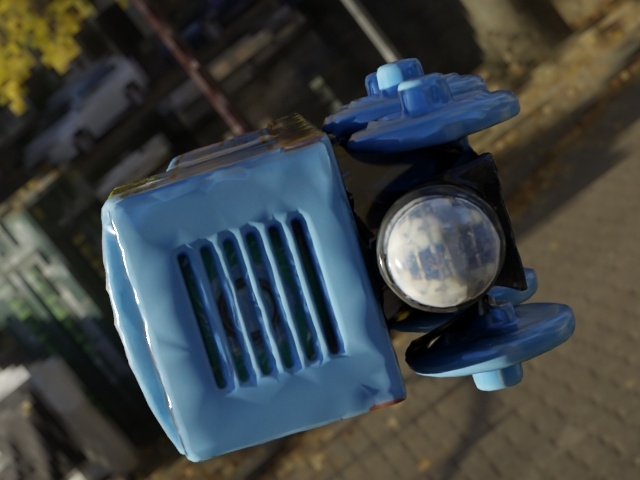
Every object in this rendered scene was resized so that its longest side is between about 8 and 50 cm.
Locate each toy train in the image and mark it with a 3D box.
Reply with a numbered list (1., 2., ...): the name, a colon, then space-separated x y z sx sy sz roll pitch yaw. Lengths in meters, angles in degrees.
1. toy train: 0.000 0.000 0.501 0.105 0.080 0.184 -15 7 -2
